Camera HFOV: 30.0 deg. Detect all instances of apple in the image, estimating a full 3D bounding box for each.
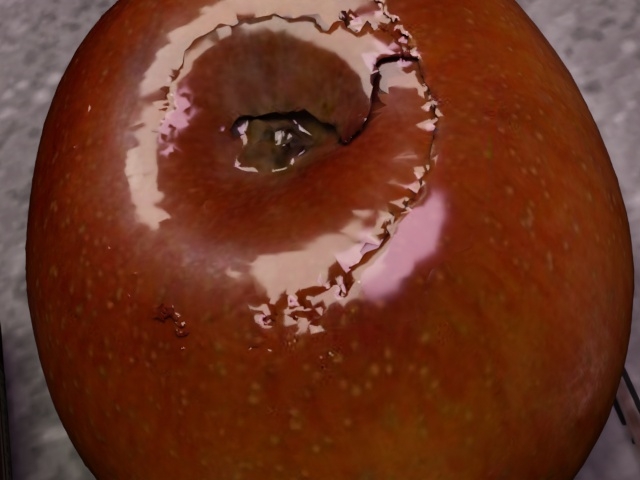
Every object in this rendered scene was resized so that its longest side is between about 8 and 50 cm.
[{"bbox_3d":[0.000,0.000,0.406,0.210,0.173,0.235,-26,56,-2],"label":"apple"}]

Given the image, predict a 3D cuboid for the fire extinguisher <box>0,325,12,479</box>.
[{"bbox_3d":[-0.167,0.082,0.468,0.099,0.071,0.231,-36,50,25],"label":"fire extinguisher"}]
